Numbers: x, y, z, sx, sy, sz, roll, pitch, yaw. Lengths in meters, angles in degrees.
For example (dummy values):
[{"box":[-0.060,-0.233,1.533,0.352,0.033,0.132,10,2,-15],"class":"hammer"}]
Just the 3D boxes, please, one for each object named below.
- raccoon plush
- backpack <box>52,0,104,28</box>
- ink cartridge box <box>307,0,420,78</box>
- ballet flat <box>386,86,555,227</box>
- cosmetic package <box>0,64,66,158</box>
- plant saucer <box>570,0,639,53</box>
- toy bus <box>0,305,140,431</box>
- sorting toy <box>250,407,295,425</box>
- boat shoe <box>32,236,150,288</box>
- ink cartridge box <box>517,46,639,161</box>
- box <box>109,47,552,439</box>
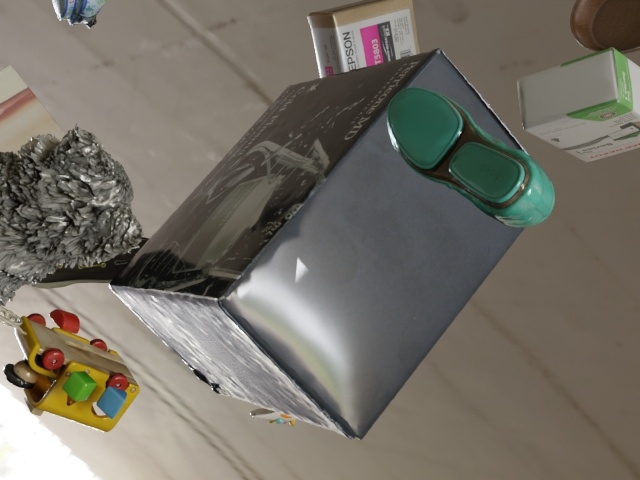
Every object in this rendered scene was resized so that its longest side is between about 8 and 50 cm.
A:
[{"box":[-0.406,0.039,1.339,0.299,0.446,0.216,-2,-45,45],"class":"raccoon plush"},{"box":[-0.440,-0.452,2.040,0.114,0.084,0.105,-27,-102,56],"class":"backpack"},{"box":[0.095,-0.344,2.175,0.088,0.193,0.234,15,-59,54],"class":"ink cartridge box"},{"box":[0.154,-0.079,1.163,0.087,0.083,0.247,36,6,-39],"class":"ballet flat"},{"box":[-0.471,-0.112,1.812,0.296,0.153,0.129,51,-25,-7],"class":"cosmetic package"},{"box":[0.494,-0.362,1.774,0.199,0.198,0.036,12,-24,42],"class":"plant saucer"},{"box":[-0.336,0.174,1.437,0.202,0.104,0.191,36,7,6],"class":"toy bus"},{"box":[-0.087,0.310,2.016,0.075,0.044,0.083,-3,2,-9],"class":"sorting toy"},{"box":[-0.390,0.027,1.923,0.068,0.228,0.081,95,-21,-47],"class":"boat shoe"},{"box":[0.428,-0.203,1.734,0.160,0.092,0.219,-15,-20,36],"class":"ink cartridge box"},{"box":[0.000,0.000,1.693,0.297,0.480,0.472,47,-20,-21],"class":"box"}]
